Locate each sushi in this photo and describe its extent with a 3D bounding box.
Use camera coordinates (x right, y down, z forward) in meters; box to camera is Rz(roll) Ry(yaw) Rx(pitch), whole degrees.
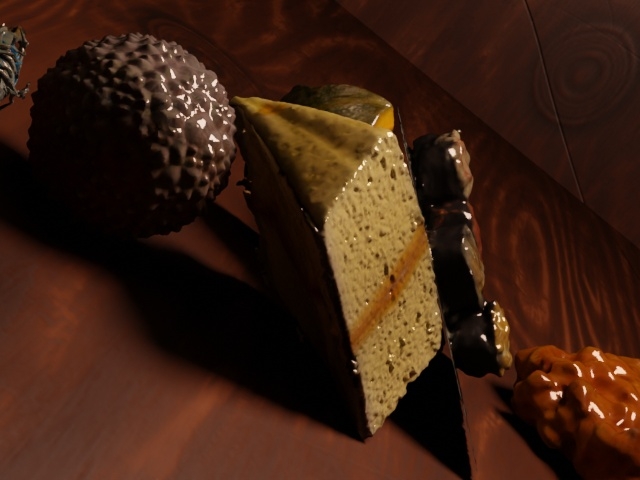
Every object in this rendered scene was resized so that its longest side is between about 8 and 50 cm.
[{"bbox_3d":[0.129,0.025,1.483,0.292,0.059,0.294,-85,162,-76],"label":"sushi"}]

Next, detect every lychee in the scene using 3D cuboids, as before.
[{"bbox_3d":[-0.145,-0.078,1.252,0.165,0.165,0.197,40,-13,0],"label":"lychee"}]

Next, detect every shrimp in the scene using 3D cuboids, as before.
[{"bbox_3d":[-0.279,-0.131,1.305,0.082,0.076,0.174,-1,21,4],"label":"shrimp"}]

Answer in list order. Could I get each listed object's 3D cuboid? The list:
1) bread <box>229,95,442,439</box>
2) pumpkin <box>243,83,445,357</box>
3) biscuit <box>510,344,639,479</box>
[{"bbox_3d":[-0.018,0.017,1.296,0.178,0.135,0.240,16,-40,30],"label":"bread"},{"bbox_3d":[-0.001,0.004,1.497,0.111,0.163,0.278,-49,130,-54],"label":"pumpkin"},{"bbox_3d":[0.345,0.222,1.663,0.312,0.110,0.318,19,25,-52],"label":"biscuit"}]
